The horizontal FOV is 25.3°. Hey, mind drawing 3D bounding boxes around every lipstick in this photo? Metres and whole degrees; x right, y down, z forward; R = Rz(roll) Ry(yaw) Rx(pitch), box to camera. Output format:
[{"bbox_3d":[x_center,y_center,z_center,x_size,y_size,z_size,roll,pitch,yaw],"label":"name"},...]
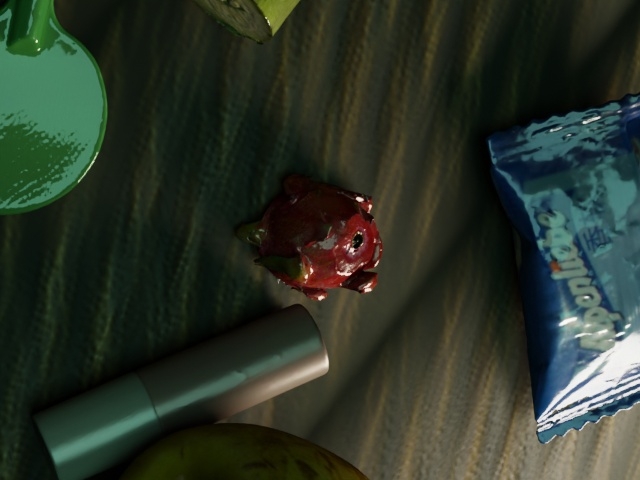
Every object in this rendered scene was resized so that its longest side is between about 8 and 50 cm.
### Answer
[{"bbox_3d":[-0.120,0.133,1.239,0.254,0.070,0.070,-22,111,-18],"label":"lipstick"}]

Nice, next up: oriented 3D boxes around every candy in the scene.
[{"bbox_3d":[0.268,0.028,1.385,0.187,0.077,0.331,-19,109,-11],"label":"candy"}]

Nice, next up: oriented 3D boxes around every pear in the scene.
[{"bbox_3d":[-0.061,0.288,1.195,0.281,0.281,0.280,-6,105,-22],"label":"pear"}]

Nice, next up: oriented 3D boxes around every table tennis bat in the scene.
[{"bbox_3d":[-0.241,-0.144,1.138,0.160,0.039,0.257,8,105,-25],"label":"table tennis bat"}]

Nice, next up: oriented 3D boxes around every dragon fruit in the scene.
[{"bbox_3d":[0.005,-0.001,1.263,0.126,0.068,0.112,39,85,-28],"label":"dragon fruit"}]

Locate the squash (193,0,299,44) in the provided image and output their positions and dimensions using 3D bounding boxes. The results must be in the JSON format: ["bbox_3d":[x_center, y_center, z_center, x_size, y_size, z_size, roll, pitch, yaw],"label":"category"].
[{"bbox_3d":[-0.038,-0.268,1.152,0.123,0.123,0.186,37,82,-27],"label":"squash"}]
